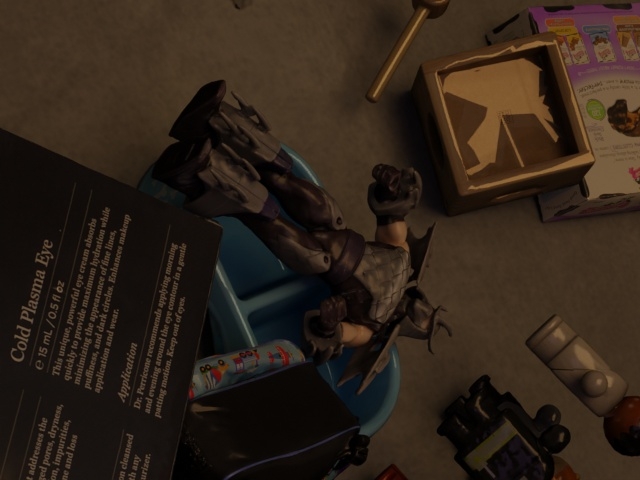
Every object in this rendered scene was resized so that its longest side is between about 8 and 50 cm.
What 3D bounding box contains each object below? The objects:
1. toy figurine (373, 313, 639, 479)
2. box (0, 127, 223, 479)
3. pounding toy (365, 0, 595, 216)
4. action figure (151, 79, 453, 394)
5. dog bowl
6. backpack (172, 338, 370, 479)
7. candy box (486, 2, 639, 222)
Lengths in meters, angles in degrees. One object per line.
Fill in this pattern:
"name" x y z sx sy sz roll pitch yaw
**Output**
"toy figurine" 0.164 0.185 1.573 0.148 0.213 0.209 47 46 5
"box" -0.268 0.102 1.322 0.312 0.179 0.343 26 59 -26
"pounding toy" 0.125 -0.133 1.746 0.181 0.094 0.206 -14 79 -7
"action figure" 0.000 0.000 1.512 0.285 0.099 0.185 38 49 -21
"dog bowl" -0.036 0.047 1.575 0.166 0.074 0.297 -22 86 -39
"backpack" -0.071 0.175 1.450 0.158 0.173 0.117 -16 60 -41
"candy box" 0.265 -0.125 1.858 0.164 0.070 0.196 -6 75 -37
